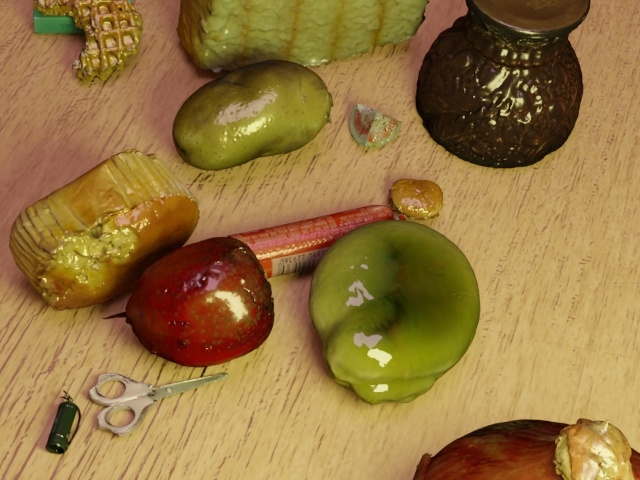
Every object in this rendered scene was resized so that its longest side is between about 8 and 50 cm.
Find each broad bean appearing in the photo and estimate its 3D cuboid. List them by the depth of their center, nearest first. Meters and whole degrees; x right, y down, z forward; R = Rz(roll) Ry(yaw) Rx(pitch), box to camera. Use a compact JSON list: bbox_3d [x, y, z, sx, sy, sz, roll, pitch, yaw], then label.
[{"bbox_3d":[0.098,0.092,1.785,0.238,0.119,0.291,29,54,6],"label":"broad bean"}]

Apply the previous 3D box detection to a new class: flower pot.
[{"bbox_3d":[0.295,-0.289,2.023,0.267,0.267,0.266,4,52,-5],"label":"flower pot"}]

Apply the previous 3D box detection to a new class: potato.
[{"bbox_3d":[-0.107,-0.187,1.976,0.248,0.143,0.169,-25,21,-19],"label":"potato"}]

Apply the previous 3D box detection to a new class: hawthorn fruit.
[{"bbox_3d":[-0.176,0.092,1.740,0.235,0.181,0.181,-16,52,9],"label":"hawthorn fruit"}]

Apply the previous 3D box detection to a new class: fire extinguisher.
[{"bbox_3d":[-0.330,0.236,1.684,0.038,0.025,0.083,35,45,-28],"label":"fire extinguisher"}]

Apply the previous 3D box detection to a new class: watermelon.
[{"bbox_3d":[0.080,-0.190,2.047,0.085,0.061,0.085,6,59,-10],"label":"watermelon"}]

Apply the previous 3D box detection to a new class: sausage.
[{"bbox_3d":[0.000,0.000,1.879,0.274,0.074,0.074,-13,54,-17],"label":"sausage"}]

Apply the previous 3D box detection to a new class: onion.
[{"bbox_3d":[0.254,0.358,1.497,0.354,0.353,0.353,3,51,-4],"label":"onion"}]

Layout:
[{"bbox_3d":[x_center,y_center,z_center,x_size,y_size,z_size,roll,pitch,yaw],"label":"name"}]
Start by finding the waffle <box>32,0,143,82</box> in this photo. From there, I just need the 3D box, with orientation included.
[{"bbox_3d":[-0.373,-0.352,2.087,0.149,0.051,0.194,-41,82,-18],"label":"waffle"}]

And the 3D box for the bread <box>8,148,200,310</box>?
[{"bbox_3d":[-0.291,-0.010,1.787,0.250,0.179,0.133,-28,64,-26],"label":"bread"}]

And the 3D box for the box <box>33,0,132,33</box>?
[{"bbox_3d":[-0.399,-0.439,2.198,0.162,0.041,0.229,-1,52,-8],"label":"box"}]

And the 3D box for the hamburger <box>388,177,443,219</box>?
[{"bbox_3d":[0.143,-0.062,1.966,0.083,0.044,0.076,5,52,-7],"label":"hamburger"}]

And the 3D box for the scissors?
[{"bbox_3d":[-0.211,0.202,1.731,0.189,0.015,0.100,-14,52,-18],"label":"scissors"}]

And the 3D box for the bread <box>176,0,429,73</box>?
[{"bbox_3d":[-0.043,-0.445,2.123,0.395,0.239,0.264,-10,54,-17],"label":"bread"}]
